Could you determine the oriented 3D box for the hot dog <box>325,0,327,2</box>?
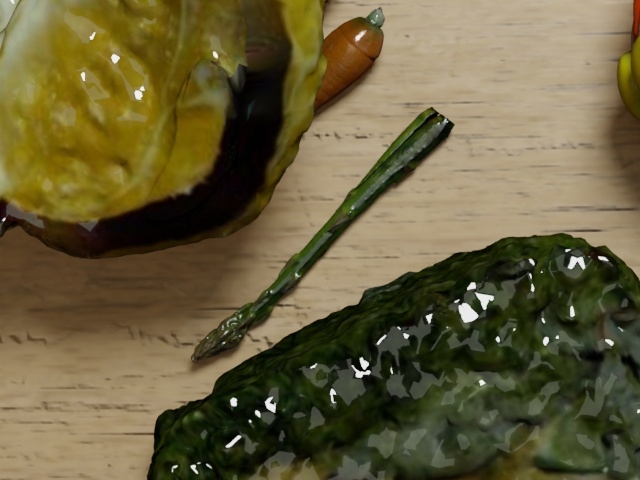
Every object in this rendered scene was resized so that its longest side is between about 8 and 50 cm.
[{"bbox_3d":[-0.016,-0.220,0.924,0.078,0.061,0.169,1,117,13],"label":"hot dog"}]

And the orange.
[{"bbox_3d":[-0.169,-0.150,0.861,0.368,0.210,0.271,14,115,6],"label":"orange"}]

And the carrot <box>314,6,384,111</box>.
[{"bbox_3d":[-0.005,-0.098,0.940,0.035,0.035,0.142,44,101,4],"label":"carrot"}]

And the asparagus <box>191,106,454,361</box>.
[{"bbox_3d":[0.000,0.000,0.945,0.233,0.022,0.023,-45,118,2],"label":"asparagus"}]

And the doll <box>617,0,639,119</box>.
[{"bbox_3d":[0.242,-0.046,0.836,0.105,0.200,0.337,-10,86,1],"label":"doll"}]

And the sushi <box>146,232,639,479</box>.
[{"bbox_3d":[0.083,0.169,0.860,0.351,0.178,0.294,-25,91,2],"label":"sushi"}]
